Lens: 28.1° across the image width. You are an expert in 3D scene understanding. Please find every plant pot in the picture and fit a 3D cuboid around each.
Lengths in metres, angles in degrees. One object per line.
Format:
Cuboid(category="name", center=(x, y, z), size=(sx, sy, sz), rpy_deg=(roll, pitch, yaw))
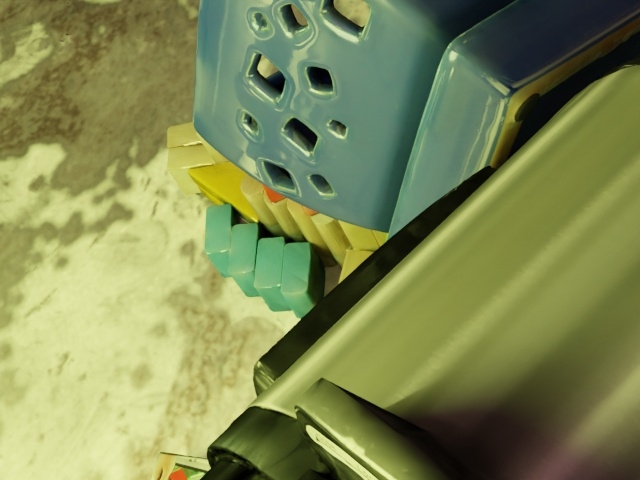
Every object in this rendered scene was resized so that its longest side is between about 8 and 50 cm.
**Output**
Cuboid(category="plant pot", center=(0.078, -0.129, 0.791), size=(0.236, 0.236, 0.212), rpy_deg=(-33, 64, -30))

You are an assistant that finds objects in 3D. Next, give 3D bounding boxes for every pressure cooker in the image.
Cuboid(category="pressure cooker", center=(0.134, 0.158, 0.578), size=(0.420, 0.375, 0.370), rpy_deg=(-43, 93, -16))

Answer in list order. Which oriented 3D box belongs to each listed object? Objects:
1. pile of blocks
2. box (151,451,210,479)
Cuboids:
Cuboid(category="pile of blocks", center=(0.000, 0.000, 0.900), size=(0.362, 0.112, 0.149), rpy_deg=(30, 74, 30))
Cuboid(category="box", center=(-0.023, 0.208, 0.835), size=(0.207, 0.036, 0.114), rpy_deg=(4, 63, 20))
